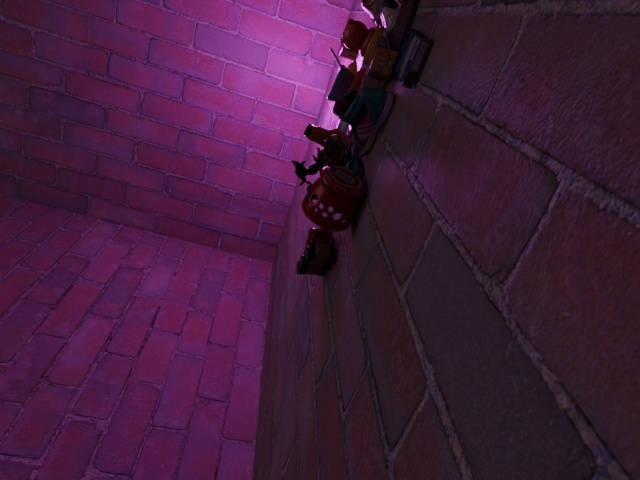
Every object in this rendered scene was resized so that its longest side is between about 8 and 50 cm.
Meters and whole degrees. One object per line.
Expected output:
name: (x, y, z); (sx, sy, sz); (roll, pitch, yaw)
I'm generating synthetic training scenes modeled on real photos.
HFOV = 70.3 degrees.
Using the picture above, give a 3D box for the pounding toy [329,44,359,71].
pounding toy: (0.139, -0.925, 2.211); (0.094, 0.180, 0.206); (-160, 85, -79)

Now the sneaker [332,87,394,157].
sneaker: (0.122, -0.420, 1.596); (0.296, 0.178, 0.124); (118, 164, -53)

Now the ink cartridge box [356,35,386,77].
ink cartridge box: (0.210, -0.768, 1.889); (0.191, 0.082, 0.140); (-85, 14, -49)

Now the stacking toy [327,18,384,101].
stacking toy: (0.115, -0.666, 1.681); (0.280, 0.130, 0.309); (-72, 8, -56)

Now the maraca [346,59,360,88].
maraca: (0.169, -0.728, 2.032); (0.186, 0.099, 0.127); (58, 142, 40)

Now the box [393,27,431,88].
box: (0.273, -0.556, 1.373); (0.225, 0.036, 0.137); (-90, 18, -57)

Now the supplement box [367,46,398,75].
supplement box: (0.211, -0.601, 1.562); (0.233, 0.080, 0.078); (-82, 10, -76)

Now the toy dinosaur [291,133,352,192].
toy dinosaur: (0.030, -0.261, 1.750); (0.164, 0.218, 0.322); (50, 161, 48)

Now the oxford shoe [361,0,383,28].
oxford shoe: (0.231, -1.004, 1.970); (0.349, 0.130, 0.123); (-88, 16, -51)

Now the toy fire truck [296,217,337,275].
toy fire truck: (0.000, 0.000, 1.828); (0.217, 0.158, 0.247); (123, 149, -60)

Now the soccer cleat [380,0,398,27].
soccer cleat: (0.279, -0.953, 1.763); (0.121, 0.093, 0.290); (112, 170, -68)

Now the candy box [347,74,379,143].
candy box: (0.168, -0.508, 1.774); (0.159, 0.071, 0.234); (119, 163, -52)

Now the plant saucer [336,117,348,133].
plant saucer: (0.115, -0.616, 2.312); (0.195, 0.037, 0.195); (-165, 90, -80)

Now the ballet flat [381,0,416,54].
ballet flat: (0.270, -0.803, 1.549); (0.108, 0.106, 0.316); (-103, 29, -69)

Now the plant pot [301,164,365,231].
plant pot: (0.050, -0.153, 1.585); (0.191, 0.190, 0.174); (-88, 21, -51)

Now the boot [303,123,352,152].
boot: (0.024, -0.467, 2.098); (0.295, 0.211, 0.104); (-173, 98, -80)

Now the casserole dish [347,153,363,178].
casserole dish: (0.129, -0.256, 1.727); (0.189, 0.036, 0.114); (-92, 20, -56)
